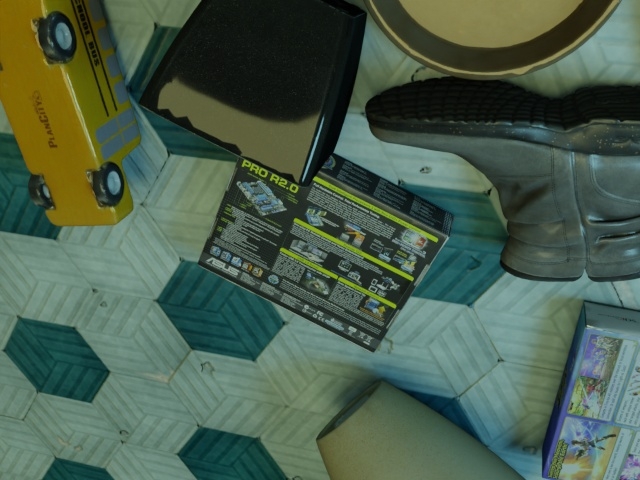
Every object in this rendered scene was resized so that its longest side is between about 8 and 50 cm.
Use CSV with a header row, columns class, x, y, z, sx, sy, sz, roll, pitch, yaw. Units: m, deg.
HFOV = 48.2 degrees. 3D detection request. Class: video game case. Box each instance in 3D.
class,x,y,z,sx,sy,sz,roll,pitch,yaw
video game case,0.432,0.220,0.914,0.244,0.061,0.270,9,122,10

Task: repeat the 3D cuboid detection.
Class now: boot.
class,x,y,z,sx,sy,sz,roll,pitch,yaw
boot,0.213,-0.054,0.790,0.338,0.118,0.223,9,128,17

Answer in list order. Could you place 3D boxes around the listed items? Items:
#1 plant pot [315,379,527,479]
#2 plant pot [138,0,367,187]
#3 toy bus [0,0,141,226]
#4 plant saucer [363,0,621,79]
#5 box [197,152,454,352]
class,x,y,z,sx,sy,sz,roll,pitch,yaw
plant pot,0.131,0.338,0.993,0.274,0.256,0.256,49,123,5
plant pot,-0.049,-0.189,0.751,0.187,0.188,0.167,26,113,1
toy bus,-0.308,-0.185,0.855,0.108,0.130,0.333,-2,120,17
plant saucer,0.167,-0.296,0.696,0.277,0.041,0.278,8,121,13
box,0.000,0.000,0.916,0.270,0.060,0.216,26,124,0
